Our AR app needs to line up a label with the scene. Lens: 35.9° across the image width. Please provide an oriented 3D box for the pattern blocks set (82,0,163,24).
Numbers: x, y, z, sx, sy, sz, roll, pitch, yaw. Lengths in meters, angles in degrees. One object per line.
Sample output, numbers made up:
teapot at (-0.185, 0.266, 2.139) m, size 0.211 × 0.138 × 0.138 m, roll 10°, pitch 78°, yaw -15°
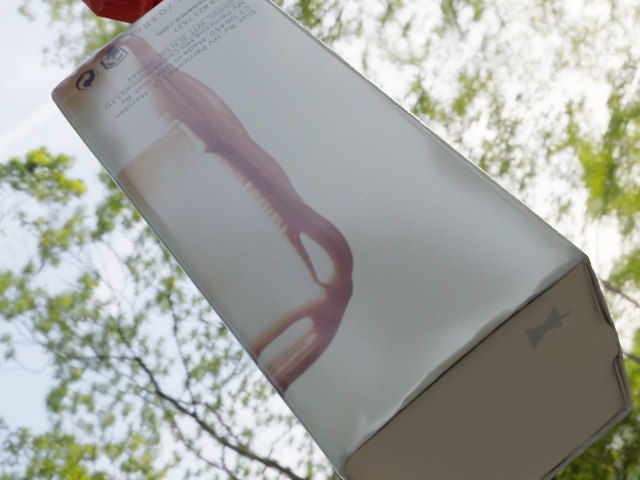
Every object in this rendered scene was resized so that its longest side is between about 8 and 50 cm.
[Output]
pattern blocks set at (-0.249, -0.204, 0.550) m, size 0.325 × 0.285 × 0.026 m, roll -11°, pitch -40°, yaw -40°

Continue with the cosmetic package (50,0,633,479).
cosmetic package at (0.000, 0.000, 0.505) m, size 0.129 × 0.296 × 0.153 m, roll -40°, pitch -41°, yaw -6°
